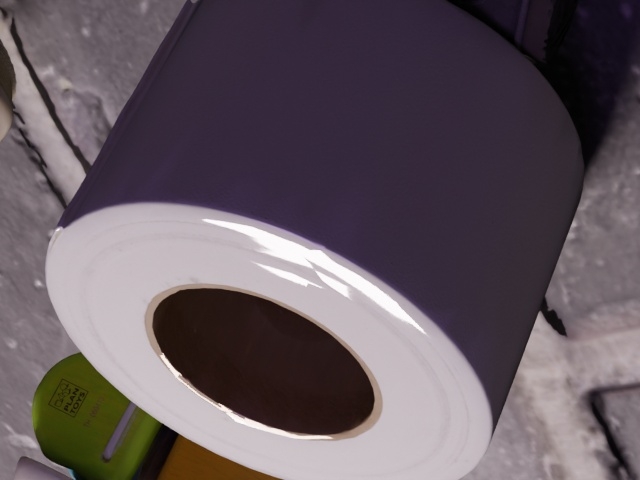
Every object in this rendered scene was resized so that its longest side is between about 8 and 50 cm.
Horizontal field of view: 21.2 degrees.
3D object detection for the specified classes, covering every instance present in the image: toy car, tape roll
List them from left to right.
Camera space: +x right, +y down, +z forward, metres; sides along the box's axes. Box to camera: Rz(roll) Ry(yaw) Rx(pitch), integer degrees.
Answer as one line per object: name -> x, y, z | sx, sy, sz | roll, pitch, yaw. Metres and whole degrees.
toy car -> -0.103, 0.141, 1.135 | 0.182, 0.159, 0.136 | 25, 168, 7
tape roll -> 0.000, 0.000, 0.903 | 0.246, 0.169, 0.246 | 17, 147, 12

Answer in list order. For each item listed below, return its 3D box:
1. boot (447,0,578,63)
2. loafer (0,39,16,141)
boot -> 0.032, -0.184, 0.849 | 0.208, 0.076, 0.189 | 23, 133, 16
loafer -> -0.262, -0.171, 0.996 | 0.102, 0.092, 0.268 | -27, 107, 39
